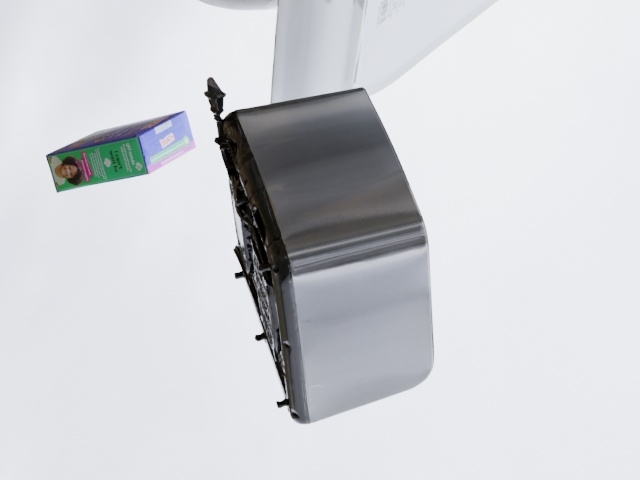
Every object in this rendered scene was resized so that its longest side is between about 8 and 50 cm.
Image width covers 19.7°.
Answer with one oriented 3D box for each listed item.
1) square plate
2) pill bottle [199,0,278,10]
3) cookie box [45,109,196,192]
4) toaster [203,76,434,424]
[{"bbox_3d":[0.107,-0.239,1.336,0.344,0.049,0.347,-40,163,-20],"label":"square plate"},{"bbox_3d":[-0.047,-0.318,1.654,0.224,0.224,0.392,-56,-179,8],"label":"pill bottle"},{"bbox_3d":[-0.185,-0.083,1.717,0.107,0.040,0.092,-11,-167,30],"label":"cookie box"},{"bbox_3d":[0.000,0.000,1.244,0.168,0.110,0.185,-112,-168,-45],"label":"toaster"}]
